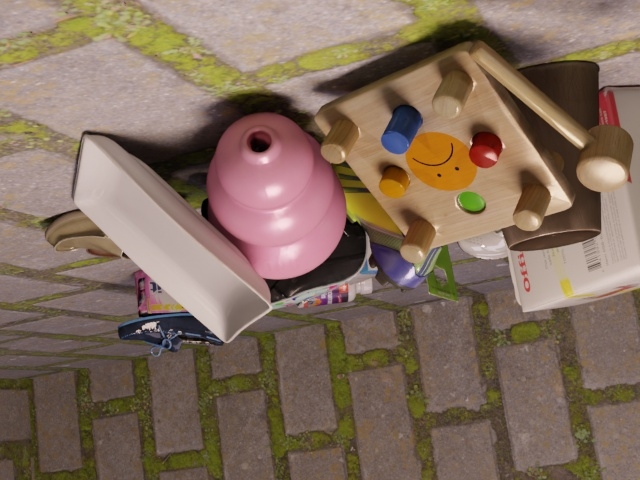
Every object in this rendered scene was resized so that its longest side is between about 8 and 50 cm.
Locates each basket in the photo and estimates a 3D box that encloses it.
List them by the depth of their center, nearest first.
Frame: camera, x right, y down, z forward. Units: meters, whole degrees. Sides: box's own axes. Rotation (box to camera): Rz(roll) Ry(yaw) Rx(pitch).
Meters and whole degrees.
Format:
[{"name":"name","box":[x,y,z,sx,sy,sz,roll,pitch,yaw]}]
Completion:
[{"name":"basket","box":[0.305,-0.109,1.426,0.204,0.227,0.154,-13,168,22]}]

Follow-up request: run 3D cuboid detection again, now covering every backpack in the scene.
[{"name":"backpack","box":[-0.055,-0.002,1.722,0.253,0.225,0.191,-16,174,-13]}]

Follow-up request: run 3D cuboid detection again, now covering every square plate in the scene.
[{"name":"square plate","box":[-0.224,0.002,1.543,0.049,0.347,0.344,-48,-177,-21]}]

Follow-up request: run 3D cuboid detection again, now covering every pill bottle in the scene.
[{"name":"pill bottle","box":[0.030,0.107,2.614,0.193,0.108,0.108,-7,169,-6]}]

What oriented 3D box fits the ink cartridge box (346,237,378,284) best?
[{"name":"ink cartridge box","box":[0.079,0.037,2.307,0.060,0.104,0.180,-2,167,-29]}]

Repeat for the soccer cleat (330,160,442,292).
[{"name":"soccer cleat","box":[0.101,-0.051,1.551,0.093,0.289,0.121,17,124,-38]}]

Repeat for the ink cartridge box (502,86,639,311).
[{"name":"ink cartridge box","box":[0.452,-0.055,1.675,0.160,0.279,0.385,-5,169,-18]}]

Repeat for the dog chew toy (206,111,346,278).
[{"name":"dog chew toy","box":[-0.068,-0.071,1.452,0.207,0.206,0.332,-8,161,0]}]

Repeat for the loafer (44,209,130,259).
[{"name":"loafer","box":[-0.355,-0.010,1.790,0.268,0.092,0.102,-11,168,16]}]

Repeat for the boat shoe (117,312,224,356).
[{"name":"boat shoe","box":[-0.336,0.217,2.388,0.258,0.089,0.109,-4,168,-21]}]

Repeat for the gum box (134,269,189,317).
[{"name":"gum box","box":[-0.345,0.121,2.416,0.188,0.107,0.062,2,165,-41]}]

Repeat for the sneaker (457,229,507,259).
[{"name":"sneaker","box":[0.439,-0.043,2.244,0.297,0.111,0.129,-14,152,9]}]

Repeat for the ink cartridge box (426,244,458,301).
[{"name":"ink cartridge box","box":[0.215,-0.042,1.620,0.097,0.255,0.189,-12,168,19]}]

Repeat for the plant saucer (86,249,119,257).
[{"name":"plant saucer","box":[-0.347,-0.006,1.964,0.199,0.036,0.198,-8,170,-2]}]

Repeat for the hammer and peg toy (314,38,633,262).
[{"name":"hammer and peg toy","box":[0.189,-0.126,1.270,0.361,0.127,0.266,-19,120,42]}]
